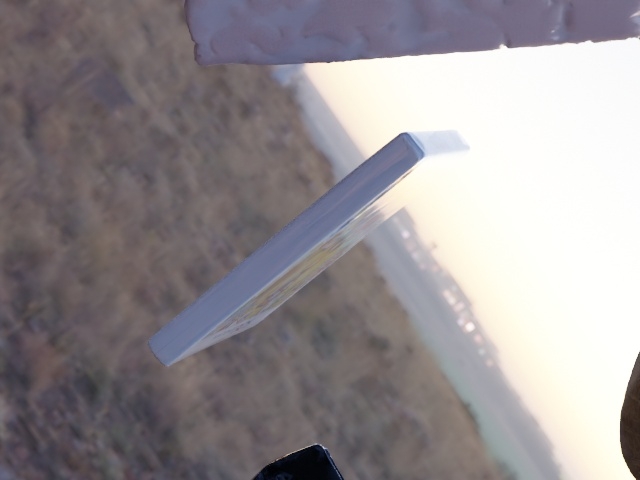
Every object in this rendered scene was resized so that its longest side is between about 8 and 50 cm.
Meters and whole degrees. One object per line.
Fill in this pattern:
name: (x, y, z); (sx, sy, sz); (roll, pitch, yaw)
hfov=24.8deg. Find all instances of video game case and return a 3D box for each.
video game case: (0.000, 0.000, 1.033); (0.026, 0.227, 0.206); (52, 14, 5)

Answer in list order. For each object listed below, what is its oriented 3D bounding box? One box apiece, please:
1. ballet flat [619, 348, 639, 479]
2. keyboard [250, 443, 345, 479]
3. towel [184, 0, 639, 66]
ballet flat: (0.296, 0.037, 0.918); (0.116, 0.342, 0.124); (43, 19, 14)
keyboard: (0.006, 0.232, 0.953); (0.100, 0.038, 0.192); (-14, 66, -42)
towel: (0.056, -0.251, 0.849); (0.053, 0.317, 0.332); (-91, 176, -46)
